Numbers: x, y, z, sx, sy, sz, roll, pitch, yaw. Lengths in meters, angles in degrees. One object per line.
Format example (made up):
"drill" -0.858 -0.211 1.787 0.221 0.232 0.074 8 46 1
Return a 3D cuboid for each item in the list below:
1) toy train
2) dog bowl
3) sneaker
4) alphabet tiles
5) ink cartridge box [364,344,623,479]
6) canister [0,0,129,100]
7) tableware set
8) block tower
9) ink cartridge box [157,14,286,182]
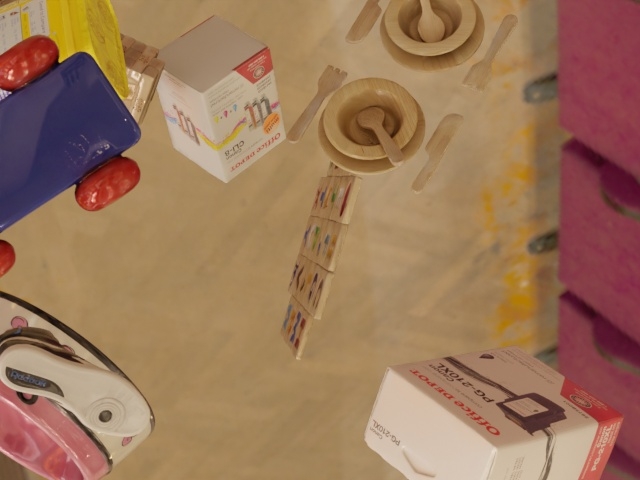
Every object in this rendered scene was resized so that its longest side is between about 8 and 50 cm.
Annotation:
"toy train" -0.231 -0.019 0.726 0.248 0.143 0.105 -35 99 -9
"dog bowl" -0.488 0.264 2.017 0.150 0.407 0.408 -57 154 -28
"sneaker" -0.323 0.172 1.554 0.217 0.121 0.079 32 96 -27
"alphabet tiles" 0.000 0.000 1.528 0.011 0.342 0.285 17 91 -7
"ink cartridge box" 0.195 0.210 1.336 0.237 0.172 0.100 -4 118 -43
"canister" -0.261 -0.149 1.027 0.169 0.126 0.073 -20 148 9
"tableware set" 0.066 -0.139 0.958 0.194 0.128 0.039 -60 161 -21
"block tower" -0.375 -0.256 1.554 0.335 0.091 0.097 24 120 -3
"ink cartridge box" -0.144 -0.201 1.704 0.128 0.127 0.176 -39 144 -23
